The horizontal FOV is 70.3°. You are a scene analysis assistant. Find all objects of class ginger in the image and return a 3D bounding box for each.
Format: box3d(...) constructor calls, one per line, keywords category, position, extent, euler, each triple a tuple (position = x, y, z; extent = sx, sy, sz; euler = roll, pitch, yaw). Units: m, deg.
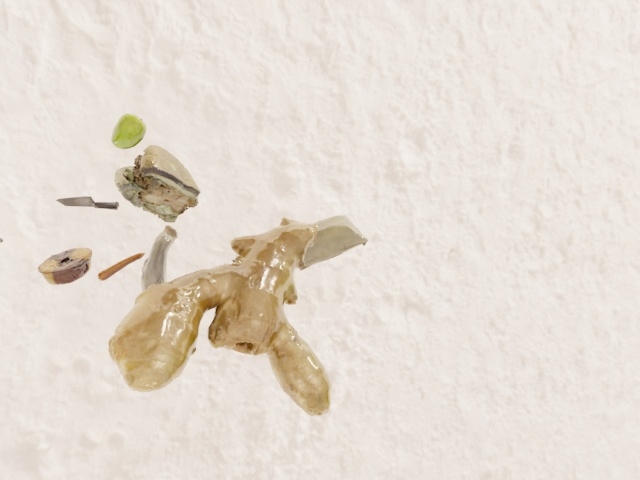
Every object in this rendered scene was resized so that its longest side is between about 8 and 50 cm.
box3d(category="ginger", position=(-0.138, 0.094, 0.752), extent=(0.362, 0.122, 0.349), euler=(15, 52, -26))

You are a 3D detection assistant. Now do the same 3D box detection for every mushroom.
box3d(category="mushroom", position=(-0.586, 0.072, 1.657), extent=(0.096, 0.099, 0.278), euler=(27, 60, -41))

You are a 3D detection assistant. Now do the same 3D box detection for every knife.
box3d(category="knife", position=(-0.863, -0.142, 1.679), extent=(0.230, 0.060, 0.028), euler=(2, 52, 2))

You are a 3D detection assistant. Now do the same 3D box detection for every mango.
box3d(category="mango", position=(-0.497, -0.277, 1.174), extent=(0.108, 0.056, 0.073), euler=(-34, 138, 21))

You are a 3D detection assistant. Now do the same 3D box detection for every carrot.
box3d(category="carrot", position=(-0.751, 0.091, 1.720), extent=(0.190, 0.037, 0.037), euler=(-36, 107, -27))

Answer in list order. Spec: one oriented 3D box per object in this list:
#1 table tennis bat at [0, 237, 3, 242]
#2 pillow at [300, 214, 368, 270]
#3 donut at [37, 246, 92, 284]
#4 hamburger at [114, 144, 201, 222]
box3d(category="table tennis bat", position=(-0.934, -0.024, 1.185), extent=(0.150, 0.236, 0.027), euler=(29, 73, -57))
box3d(category="pillow", position=(0.000, 0.000, 1.094), extent=(0.208, 0.119, 0.053), euler=(-20, 142, -22))
box3d(category="donut", position=(-0.902, 0.093, 1.624), extent=(0.166, 0.184, 0.074), euler=(-4, 115, -1))
box3d(category="hamburger", position=(-0.501, -0.184, 1.401), extent=(0.167, 0.192, 0.288), euler=(-39, 151, 7))
